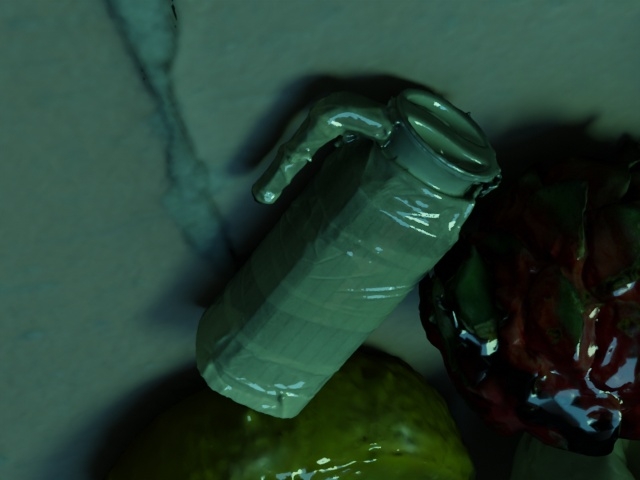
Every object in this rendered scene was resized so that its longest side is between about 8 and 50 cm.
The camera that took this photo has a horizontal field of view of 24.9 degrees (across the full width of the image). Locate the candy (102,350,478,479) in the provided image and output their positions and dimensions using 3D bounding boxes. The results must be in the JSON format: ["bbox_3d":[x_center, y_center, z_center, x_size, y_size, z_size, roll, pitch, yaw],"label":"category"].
[{"bbox_3d":[-0.022,0.178,0.956,0.260,0.118,0.260,-17,144,-13],"label":"candy"}]

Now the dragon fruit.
[{"bbox_3d":[0.155,0.033,0.827,0.188,0.182,0.182,-28,140,7],"label":"dragon fruit"}]

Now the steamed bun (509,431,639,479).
[{"bbox_3d":[0.234,0.246,1.024,0.342,0.255,0.368,-20,111,-34],"label":"steamed bun"}]

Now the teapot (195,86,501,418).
[{"bbox_3d":[0.000,0.000,0.795,0.107,0.077,0.200,28,121,-21],"label":"teapot"}]
